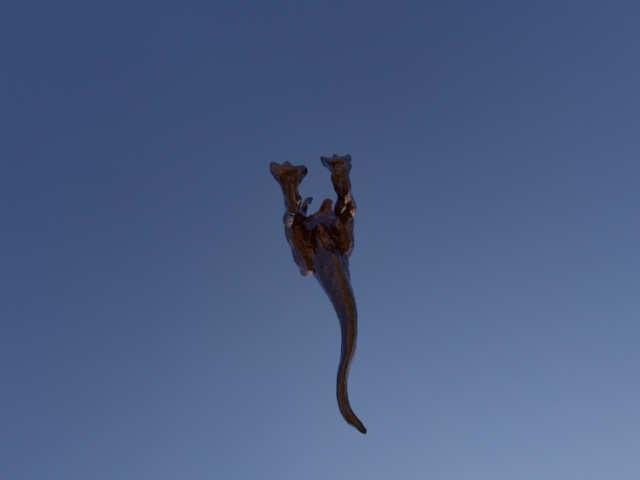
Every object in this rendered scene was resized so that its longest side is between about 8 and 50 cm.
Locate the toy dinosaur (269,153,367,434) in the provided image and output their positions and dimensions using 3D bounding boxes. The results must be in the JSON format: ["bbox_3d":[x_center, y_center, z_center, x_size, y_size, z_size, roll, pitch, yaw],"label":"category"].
[{"bbox_3d":[0.000,0.000,0.597,0.097,0.432,0.207,-5,-64,4],"label":"toy dinosaur"}]
